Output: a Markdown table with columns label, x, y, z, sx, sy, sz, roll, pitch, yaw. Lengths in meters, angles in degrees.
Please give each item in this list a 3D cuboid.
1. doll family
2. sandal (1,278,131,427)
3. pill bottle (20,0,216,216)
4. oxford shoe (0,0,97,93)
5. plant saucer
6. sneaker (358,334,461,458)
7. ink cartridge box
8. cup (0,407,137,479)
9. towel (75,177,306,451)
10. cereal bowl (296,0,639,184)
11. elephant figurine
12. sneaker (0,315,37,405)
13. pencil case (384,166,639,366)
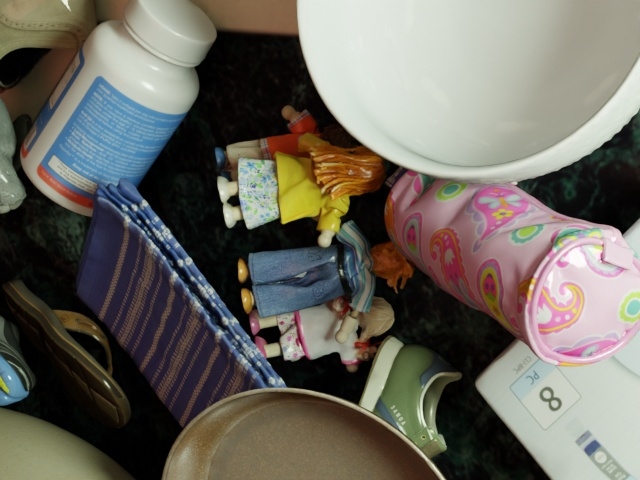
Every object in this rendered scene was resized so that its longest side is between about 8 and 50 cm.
| label | x | y | z | sx | sy | sz | roll | pitch | yaw |
| --- | --- | --- | --- | --- | --- | --- | --- | --- | --- |
| doll family | 0.000 | 0.000 | 1.570 | 0.163 | 0.118 | 0.263 | -12 | 91 | 1 |
| sandal | -0.262 | 0.110 | 1.800 | 0.219 | 0.060 | 0.090 | 42 | 151 | 35 |
| pill bottle | -0.197 | -0.141 | 1.685 | 0.124 | 0.124 | 0.221 | 47 | 118 | 18 |
| oxford shoe | -0.386 | -0.211 | 1.794 | 0.348 | 0.123 | 0.130 | -13 | 96 | 33 |
| plant saucer | 0.002 | 0.264 | 1.519 | 0.311 | 0.050 | 0.310 | 9 | 114 | 22 |
| sneaker | 0.073 | 0.189 | 1.576 | 0.086 | 0.064 | 0.192 | 16 | 80 | 17 |
| ink cartridge box | 0.357 | 0.163 | 1.409 | 0.385 | 0.091 | 0.308 | 51 | 119 | 16 |
| cup | -0.335 | 0.308 | 1.753 | 0.237 | 0.331 | 0.331 | 51 | 122 | 44 |
| towel | -0.133 | 0.118 | 1.668 | 0.336 | 0.040 | 0.243 | 52 | 151 | 15 |
| cereal bowl | 0.156 | -0.208 | 1.430 | 0.339 | 0.141 | 0.339 | -4 | 82 | 30 |
| elephant figurine | -0.387 | -0.088 | 1.790 | 0.186 | 0.239 | 0.169 | -35 | 95 | -3 |
| sneaker | -0.375 | 0.100 | 1.832 | 0.067 | 0.078 | 0.188 | -43 | 75 | 19 |
| pencil case | 0.158 | 0.007 | 1.422 | 0.284 | 0.124 | 0.124 | -140 | 58 | -61 |
